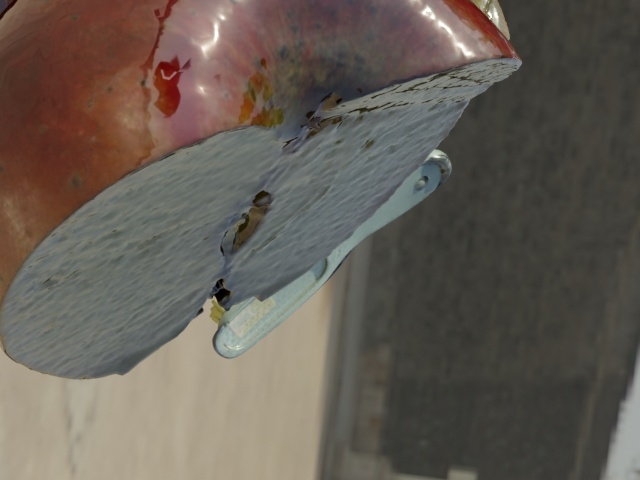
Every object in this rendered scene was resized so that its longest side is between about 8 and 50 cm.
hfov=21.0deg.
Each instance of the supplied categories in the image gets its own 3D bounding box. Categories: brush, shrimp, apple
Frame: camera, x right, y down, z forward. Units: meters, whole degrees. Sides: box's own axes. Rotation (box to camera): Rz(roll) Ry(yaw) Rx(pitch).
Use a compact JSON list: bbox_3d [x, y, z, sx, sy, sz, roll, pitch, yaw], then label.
[{"bbox_3d":[0.000,0.000,1.682,0.060,0.297,0.068,45,-11,37],"label":"brush"},{"bbox_3d":[0.114,-0.187,1.322,0.059,0.023,0.108,-31,99,-44],"label":"shrimp"},{"bbox_3d":[-0.067,-0.047,1.074,0.365,0.329,0.295,121,-19,-61],"label":"apple"}]

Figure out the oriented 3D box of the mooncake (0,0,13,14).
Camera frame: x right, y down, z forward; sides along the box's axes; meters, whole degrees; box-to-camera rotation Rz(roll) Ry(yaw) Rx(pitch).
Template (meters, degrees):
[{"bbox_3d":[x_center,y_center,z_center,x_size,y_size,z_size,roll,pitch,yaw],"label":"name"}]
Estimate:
[{"bbox_3d":[-0.369,-0.344,1.773,0.334,0.174,0.326,44,32,-67],"label":"mooncake"}]
